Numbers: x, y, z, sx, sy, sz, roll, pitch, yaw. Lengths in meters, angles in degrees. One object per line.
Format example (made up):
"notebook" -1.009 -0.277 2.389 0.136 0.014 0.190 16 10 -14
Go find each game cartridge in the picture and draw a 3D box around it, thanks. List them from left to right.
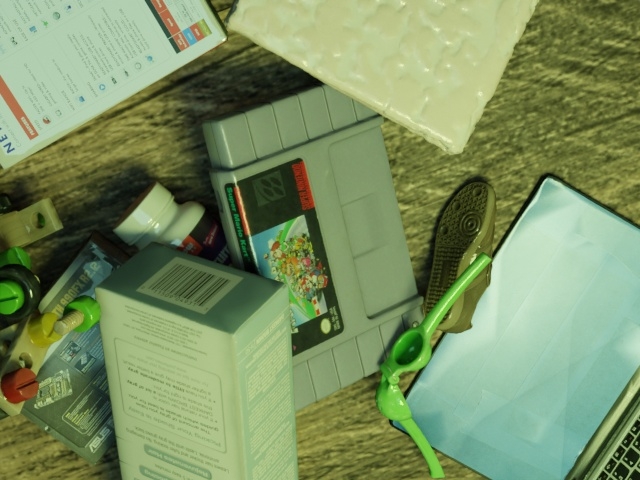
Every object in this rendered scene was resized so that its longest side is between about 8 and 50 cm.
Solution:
"game cartridge" 0.000 0.000 1.544 0.230 0.068 0.355 -25 108 -36

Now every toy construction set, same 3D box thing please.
"toy construction set" -0.387 0.084 1.515 0.257 0.237 0.309 39 116 4

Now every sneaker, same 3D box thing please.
"sneaker" 0.180 0.022 1.622 0.071 0.066 0.188 20 89 -48

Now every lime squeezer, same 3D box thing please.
"lime squeezer" 0.125 0.158 1.574 0.110 0.059 0.310 6 113 -6

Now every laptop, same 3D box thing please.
"laptop" 0.365 0.202 1.590 0.236 0.408 0.382 21 105 -42

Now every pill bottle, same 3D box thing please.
"pill bottle" -0.148 0.022 1.569 0.193 0.108 0.108 42 98 -12

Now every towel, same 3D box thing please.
"towel" 0.096 -0.312 1.501 0.317 0.053 0.332 27 89 -9

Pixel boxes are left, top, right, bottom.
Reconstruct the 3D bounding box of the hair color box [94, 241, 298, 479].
"hair color box" -0.134 0.204 1.517 0.185 0.113 0.375 17 127 26

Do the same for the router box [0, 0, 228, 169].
"router box" -0.316 -0.300 1.491 0.301 0.082 0.335 -29 104 4

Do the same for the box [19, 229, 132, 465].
"box" -0.277 0.133 1.616 0.183 0.056 0.231 38 99 -11
